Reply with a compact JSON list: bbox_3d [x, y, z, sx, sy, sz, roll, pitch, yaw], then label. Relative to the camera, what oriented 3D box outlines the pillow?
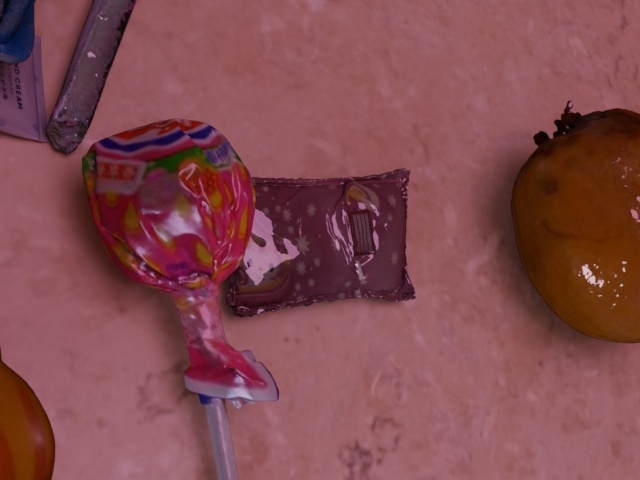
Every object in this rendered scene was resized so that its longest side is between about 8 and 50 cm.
[{"bbox_3d":[0.000,0.000,0.923,0.185,0.043,0.118,-2,81,-30],"label":"pillow"}]

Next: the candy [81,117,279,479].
[{"bbox_3d":[-0.082,0.094,0.817,0.124,0.124,0.365,-9,87,-34],"label":"candy"}]

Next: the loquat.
[{"bbox_3d":[0.266,-0.017,1.024,0.187,0.176,0.234,-21,89,-52],"label":"loquat"}]

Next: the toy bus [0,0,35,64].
[{"bbox_3d":[-0.303,-0.258,0.715,0.312,0.190,0.152,17,33,-27],"label":"toy bus"}]

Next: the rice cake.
[{"bbox_3d":[-0.166,-0.160,0.877,0.033,0.033,0.207,26,62,-22],"label":"rice cake"}]

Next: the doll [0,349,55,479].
[{"bbox_3d":[-0.253,0.070,0.670,0.166,0.162,0.269,-19,95,-50],"label":"doll"}]

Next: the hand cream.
[{"bbox_3d":[-0.254,-0.117,0.801,0.142,0.053,0.084,3,75,-42],"label":"hand cream"}]
